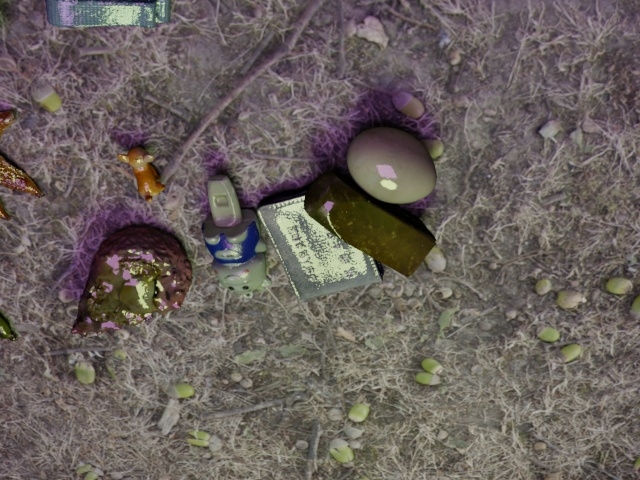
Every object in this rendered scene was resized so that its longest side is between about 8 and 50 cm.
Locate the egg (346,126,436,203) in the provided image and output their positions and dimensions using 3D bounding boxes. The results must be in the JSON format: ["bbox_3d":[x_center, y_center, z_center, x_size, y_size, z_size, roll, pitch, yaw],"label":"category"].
[{"bbox_3d":[0.113,-0.116,1.497,0.152,0.114,0.114,22,122,-18],"label":"egg"}]

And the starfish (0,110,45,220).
[{"bbox_3d":[-0.573,-0.125,1.577,0.240,0.043,0.227,-28,117,22],"label":"starfish"}]

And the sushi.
[{"bbox_3d":[-0.344,0.067,1.653,0.241,0.107,0.161,-15,117,13],"label":"sushi"}]

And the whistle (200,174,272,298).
[{"bbox_3d":[-0.146,0.001,1.602,0.110,0.092,0.244,0,125,16],"label":"whistle"}]

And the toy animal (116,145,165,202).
[{"bbox_3d":[-0.291,-0.111,1.552,0.060,0.081,0.083,-6,143,10],"label":"toy animal"}]

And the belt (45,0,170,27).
[{"bbox_3d":[-0.312,-0.348,1.406,0.179,0.100,0.065,-1,123,-14],"label":"belt"}]

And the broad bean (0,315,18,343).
[{"bbox_3d":[-0.655,0.127,1.746,0.227,0.039,0.069,31,125,-16],"label":"broad bean"}]

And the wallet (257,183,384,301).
[{"bbox_3d":[0.000,0.001,1.627,0.167,0.036,0.222,-14,121,12],"label":"wallet"}]

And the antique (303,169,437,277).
[{"bbox_3d":[0.075,-0.030,1.540,0.221,0.080,0.081,27,107,-30],"label":"antique"}]
